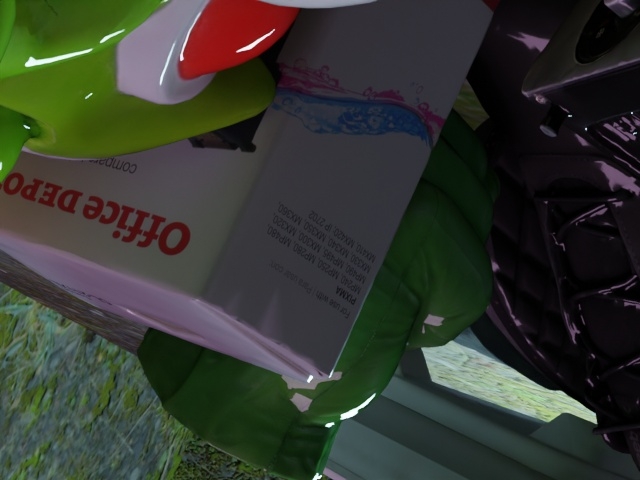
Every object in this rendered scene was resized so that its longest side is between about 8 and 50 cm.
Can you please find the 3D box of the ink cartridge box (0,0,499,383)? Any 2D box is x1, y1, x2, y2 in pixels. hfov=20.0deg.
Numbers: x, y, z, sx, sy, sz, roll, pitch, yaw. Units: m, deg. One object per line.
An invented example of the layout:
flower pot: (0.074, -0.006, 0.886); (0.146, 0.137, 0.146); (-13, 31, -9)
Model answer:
ink cartridge box: (-0.025, -0.057, 0.596); (0.127, 0.175, 0.072); (16, 167, 41)

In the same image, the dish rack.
dish rack: (0.153, 0.131, 0.908); (0.333, 0.072, 0.285); (22, 178, -33)

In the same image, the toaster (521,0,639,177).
toaster: (0.166, -0.034, 0.418); (0.185, 0.110, 0.168); (33, 169, -12)

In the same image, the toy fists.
toy fists: (-0.004, -0.012, 0.725); (0.096, 0.142, 0.279); (28, -171, -15)

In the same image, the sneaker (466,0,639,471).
sneaker: (0.136, 0.016, 0.659); (0.286, 0.130, 0.109); (44, 162, -21)

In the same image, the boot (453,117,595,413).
boot: (0.110, 0.028, 0.906); (0.222, 0.118, 0.338); (17, 165, 45)

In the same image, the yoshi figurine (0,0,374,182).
yoshi figurine: (-0.084, -0.102, 0.411); (0.362, 0.203, 0.203); (-22, 99, 45)
